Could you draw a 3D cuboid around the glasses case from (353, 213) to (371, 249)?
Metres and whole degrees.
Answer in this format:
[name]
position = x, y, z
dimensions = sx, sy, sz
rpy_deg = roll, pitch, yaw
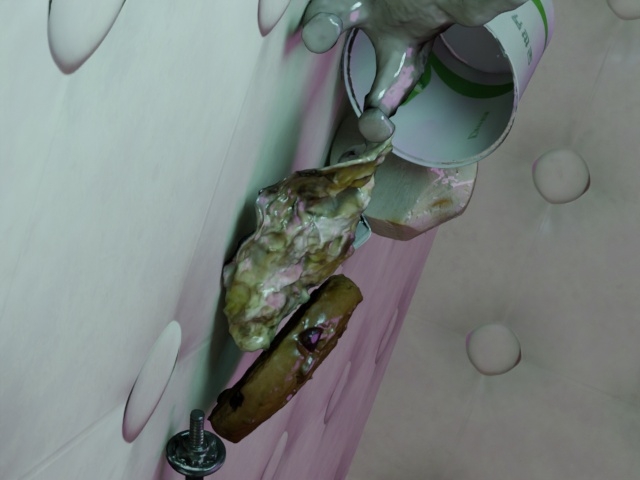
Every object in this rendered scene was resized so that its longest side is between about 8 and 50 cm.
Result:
[glasses case]
position = -0.001, 0.002, 2.094
dimensions = 0.128, 0.083, 0.308
rpy_deg = -47, -179, -5

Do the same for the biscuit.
[biscuit]
position = -0.043, 0.163, 1.993
dimensions = 0.296, 0.075, 0.296
rpy_deg = -49, -178, 3

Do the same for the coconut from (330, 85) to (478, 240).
[coconut]
position = 0.125, -0.113, 2.179
dimensions = 0.241, 0.241, 0.241
rpy_deg = 22, 90, -80

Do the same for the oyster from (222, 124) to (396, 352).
[oyster]
position = -0.016, -0.013, 1.860
dimensions = 0.351, 0.115, 0.238
rpy_deg = -58, 169, 10

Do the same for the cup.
[cup]
position = 0.196, -0.269, 2.042
dimensions = 0.274, 0.253, 0.253
rpy_deg = -49, 159, -48

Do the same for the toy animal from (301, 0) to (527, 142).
[toy animal]
position = 0.139, -0.324, 1.710
dimensions = 0.344, 0.194, 0.302
rpy_deg = -37, -163, 38

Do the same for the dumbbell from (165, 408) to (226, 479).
[dumbbell]
position = -0.165, 0.315, 1.921
dimensions = 0.110, 0.110, 0.254
rpy_deg = -56, 157, -49
